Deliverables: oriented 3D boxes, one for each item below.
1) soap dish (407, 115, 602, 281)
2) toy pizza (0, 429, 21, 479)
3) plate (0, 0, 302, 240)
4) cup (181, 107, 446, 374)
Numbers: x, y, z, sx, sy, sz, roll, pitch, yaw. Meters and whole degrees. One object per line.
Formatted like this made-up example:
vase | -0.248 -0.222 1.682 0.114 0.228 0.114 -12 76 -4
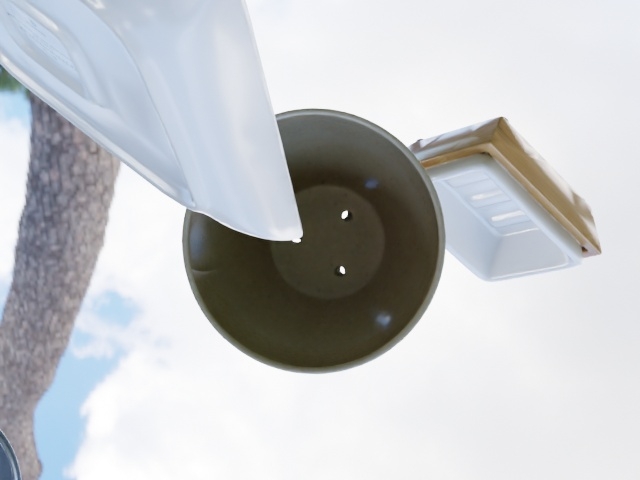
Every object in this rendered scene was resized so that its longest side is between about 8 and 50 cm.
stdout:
soap dish | 0.268 -0.062 1.713 0.291 0.229 0.118 39 -123 -29
toy pizza | -0.422 0.269 1.192 0.201 0.032 0.201 0 -92 -1
plate | -0.137 -0.120 0.589 0.277 0.278 0.045 38 -106 19
cup | 0.000 0.000 1.480 0.331 0.331 0.237 11 -179 5
